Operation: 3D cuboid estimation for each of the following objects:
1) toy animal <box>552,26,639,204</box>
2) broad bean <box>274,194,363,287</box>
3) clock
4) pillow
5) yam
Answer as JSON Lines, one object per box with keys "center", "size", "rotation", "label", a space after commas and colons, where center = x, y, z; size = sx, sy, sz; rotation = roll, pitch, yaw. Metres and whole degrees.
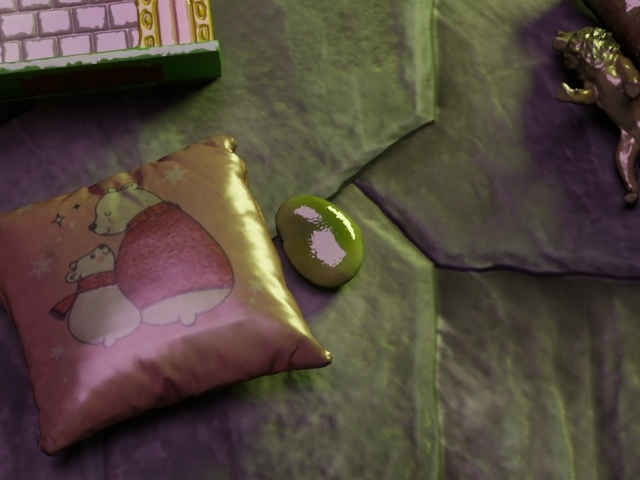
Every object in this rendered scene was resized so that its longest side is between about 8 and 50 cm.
{"center": [0.253, -0.102, 1.251], "size": [0.069, 0.086, 0.220], "rotation": [-33, 62, 27], "label": "toy animal"}
{"center": [0.000, 0.000, 1.211], "size": [0.063, 0.045, 0.083], "rotation": [-36, 72, -18], "label": "broad bean"}
{"center": [-0.208, -0.259, 1.274], "size": [0.219, 0.106, 0.255], "rotation": [-7, 86, -3], "label": "clock"}
{"center": [-0.135, 0.038, 1.164], "size": [0.236, 0.084, 0.223], "rotation": [-18, 61, -6], "label": "pillow"}
{"center": [0.294, -0.166, 1.298], "size": [0.061, 0.061, 0.253], "rotation": [-26, 63, -14], "label": "yam"}
